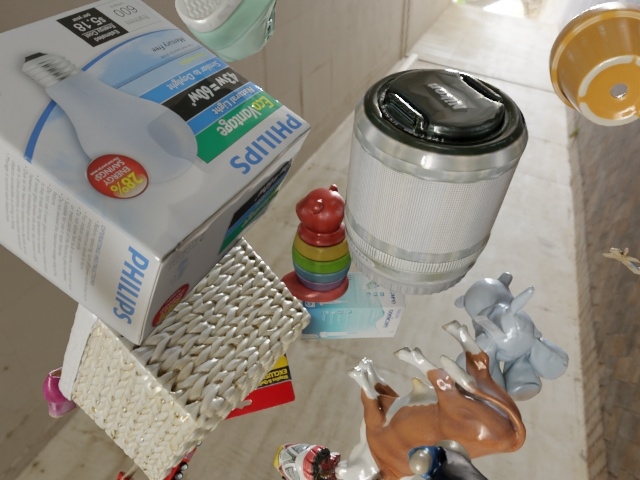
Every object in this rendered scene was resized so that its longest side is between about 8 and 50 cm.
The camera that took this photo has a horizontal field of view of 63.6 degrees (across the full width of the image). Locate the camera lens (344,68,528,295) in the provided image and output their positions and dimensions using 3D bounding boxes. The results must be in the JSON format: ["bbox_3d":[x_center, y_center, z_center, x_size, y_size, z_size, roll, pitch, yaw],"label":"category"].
[{"bbox_3d":[0.147,-0.083,0.729,0.274,0.220,0.219,94,-162,-46],"label":"camera lens"}]

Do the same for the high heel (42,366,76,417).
[{"bbox_3d":[-0.490,0.274,1.131,0.244,0.082,0.117,-29,-38,-49],"label":"high heel"}]

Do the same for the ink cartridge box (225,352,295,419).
[{"bbox_3d":[-0.238,0.337,1.361,0.130,0.310,0.271,113,142,-80],"label":"ink cartridge box"}]

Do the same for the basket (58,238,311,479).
[{"bbox_3d":[-0.241,0.195,0.941,0.328,0.266,0.331,-38,-14,-47],"label":"basket"}]

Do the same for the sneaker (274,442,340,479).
[{"bbox_3d":[-0.020,0.417,0.952,0.225,0.093,0.088,70,-147,-51],"label":"sneaker"}]

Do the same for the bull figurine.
[{"bbox_3d":[0.123,0.243,0.709,0.310,0.188,0.101,-35,-12,37],"label":"bull figurine"}]

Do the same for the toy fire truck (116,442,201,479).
[{"bbox_3d":[-0.378,0.518,1.216,0.135,0.047,0.191,38,-104,-39],"label":"toy fire truck"}]

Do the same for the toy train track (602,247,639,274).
[{"bbox_3d":[0.426,0.026,0.716,0.083,0.048,0.014,29,-97,-33],"label":"toy train track"}]

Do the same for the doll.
[{"bbox_3d":[0.117,0.191,0.358,0.046,0.129,0.189,-50,6,-6],"label":"doll"}]

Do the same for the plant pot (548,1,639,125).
[{"bbox_3d":[0.536,-0.308,0.952,0.187,0.205,0.205,-65,-13,-48],"label":"plant pot"}]

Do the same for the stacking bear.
[{"bbox_3d":[0.000,0.000,1.268,0.175,0.164,0.288,-44,-33,-40],"label":"stacking bear"}]

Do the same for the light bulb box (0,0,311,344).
[{"bbox_3d":[-0.272,-0.119,0.745,0.358,0.361,0.225,-52,-2,-43],"label":"light bulb box"}]

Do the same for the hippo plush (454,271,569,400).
[{"bbox_3d":[0.381,0.203,1.175,0.234,0.294,0.236,-33,26,9],"label":"hippo plush"}]

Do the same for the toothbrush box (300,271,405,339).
[{"bbox_3d":[0.088,0.198,1.550,0.216,0.296,0.126,93,176,-56],"label":"toothbrush box"}]

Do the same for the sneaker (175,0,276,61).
[{"bbox_3d":[-0.072,-0.354,0.688,0.256,0.094,0.151,-45,-8,1],"label":"sneaker"}]
